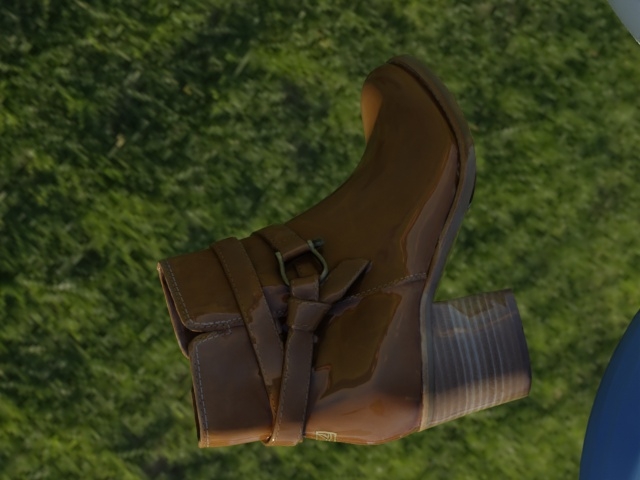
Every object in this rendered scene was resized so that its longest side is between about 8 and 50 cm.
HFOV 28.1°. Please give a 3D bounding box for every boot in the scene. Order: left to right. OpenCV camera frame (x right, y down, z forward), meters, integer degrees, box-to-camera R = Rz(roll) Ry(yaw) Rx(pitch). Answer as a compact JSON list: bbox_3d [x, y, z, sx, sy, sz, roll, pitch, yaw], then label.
[{"bbox_3d":[0.000,0.000,0.591,0.152,0.197,0.073,-9,147,-8],"label":"boot"}]

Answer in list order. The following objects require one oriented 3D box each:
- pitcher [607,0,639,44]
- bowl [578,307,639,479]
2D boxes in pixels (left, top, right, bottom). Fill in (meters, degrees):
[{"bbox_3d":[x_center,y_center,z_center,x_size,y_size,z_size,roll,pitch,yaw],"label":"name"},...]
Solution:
[{"bbox_3d":[0.197,-0.123,0.602,0.125,0.207,0.178,-23,-171,11],"label":"pitcher"},{"bbox_3d":[0.340,0.150,0.701,0.391,0.391,0.077,-46,-176,-10],"label":"bowl"}]
